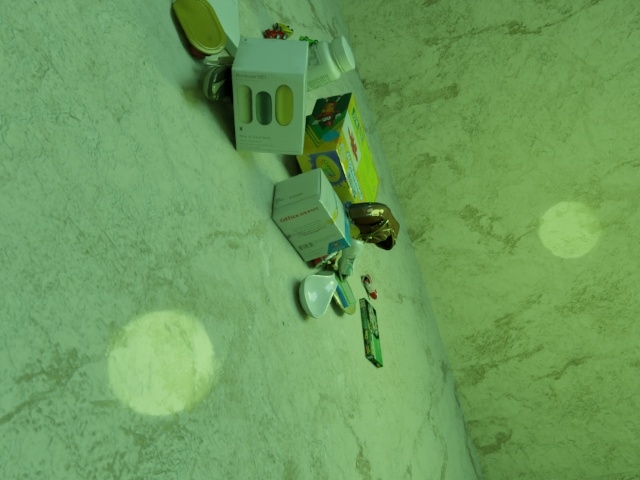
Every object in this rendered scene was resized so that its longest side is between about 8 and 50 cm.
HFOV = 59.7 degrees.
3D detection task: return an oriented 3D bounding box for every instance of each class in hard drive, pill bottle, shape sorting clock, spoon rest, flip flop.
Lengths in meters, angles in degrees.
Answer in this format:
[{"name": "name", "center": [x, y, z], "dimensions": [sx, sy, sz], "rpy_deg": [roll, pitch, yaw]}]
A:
[{"name": "hard drive", "center": [-0.327, -0.769, 1.801], "dimensions": [0.203, 0.040, 0.308], "rpy_deg": [45, 33, -54]}, {"name": "pill bottle", "center": [-0.015, -0.699, 2.235], "dimensions": [0.160, 0.283, 0.160], "rpy_deg": [-17, 90, -71]}, {"name": "shape sorting clock", "center": [0.073, 0.180, 2.059], "dimensions": [0.206, 0.040, 0.206], "rpy_deg": [56, 16, -25]}, {"name": "spoon rest", "center": [-0.003, 0.157, 1.805], "dimensions": [0.276, 0.084, 0.137], "rpy_deg": [-50, 120, -69]}, {"name": "flip flop", "center": [-0.286, -0.431, 1.534], "dimensions": [0.277, 0.080, 0.112], "rpy_deg": [-69, 169, -74]}]

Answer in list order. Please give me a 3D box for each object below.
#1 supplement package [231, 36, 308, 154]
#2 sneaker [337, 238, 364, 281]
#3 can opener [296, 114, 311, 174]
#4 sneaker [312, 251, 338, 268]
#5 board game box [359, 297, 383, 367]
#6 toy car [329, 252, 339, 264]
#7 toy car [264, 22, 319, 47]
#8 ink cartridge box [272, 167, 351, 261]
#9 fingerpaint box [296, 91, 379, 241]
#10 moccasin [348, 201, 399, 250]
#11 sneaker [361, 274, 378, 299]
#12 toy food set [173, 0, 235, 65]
[{"name": "supplement package", "center": [-0.141, -0.414, 1.605], "dimensions": [0.198, 0.199, 0.263], "rpy_deg": [-88, -179, -46]}, {"name": "sneaker", "center": [0.105, 0.076, 1.974], "dimensions": [0.212, 0.080, 0.094], "rpy_deg": [104, -7, -58]}, {"name": "can opener", "center": [-0.057, -0.370, 2.134], "dimensions": [0.074, 0.093, 0.280], "rpy_deg": [41, 40, -58]}, {"name": "sneaker", "center": [0.000, 0.000, 1.978], "dimensions": [0.118, 0.107, 0.279], "rpy_deg": [46, 23, -16]}, {"name": "board game box", "center": [0.208, 0.377, 2.283], "dimensions": [0.136, 0.030, 0.260], "rpy_deg": [53, 26, -49]}, {"name": "toy car", "center": [0.045, 0.048, 2.097], "dimensions": [0.060, 0.040, 0.122], "rpy_deg": [47, 15, -10]}, {"name": "toy car", "center": [-0.105, -0.817, 2.277], "dimensions": [0.239, 0.225, 0.053], "rpy_deg": [-74, -176, -59]}, {"name": "ink cartridge box", "center": [-0.026, -0.083, 1.818], "dimensions": [0.168, 0.171, 0.233], "rpy_deg": [-90, 155, -43]}, {"name": "fingerpaint box", "center": [0.081, -0.273, 2.156], "dimensions": [0.371, 0.163, 0.445], "rpy_deg": [-76, 152, -42]}, {"name": "moccasin", "center": [0.195, -0.044, 2.033], "dimensions": [0.380, 0.139, 0.147], "rpy_deg": [40, 52, -68]}, {"name": "sneaker", "center": [0.215, 0.204, 2.435], "dimensions": [0.118, 0.042, 0.067], "rpy_deg": [68, 14, 12]}, {"name": "toy food set", "center": [-0.339, -0.575, 1.563], "dimensions": [0.128, 0.071, 0.218], "rpy_deg": [-30, 99, -41]}]
